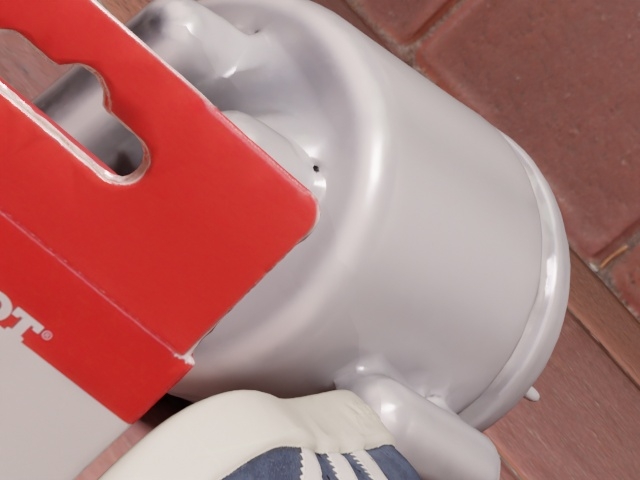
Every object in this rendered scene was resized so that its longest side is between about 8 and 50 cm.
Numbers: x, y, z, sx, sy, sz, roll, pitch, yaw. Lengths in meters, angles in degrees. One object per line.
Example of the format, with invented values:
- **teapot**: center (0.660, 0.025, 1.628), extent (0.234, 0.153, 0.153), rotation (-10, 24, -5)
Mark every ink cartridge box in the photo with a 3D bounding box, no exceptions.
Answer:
- **ink cartridge box**: center (-0.125, 0.018, 0.474), extent (0.134, 0.231, 0.078), rotation (41, 14, -21)

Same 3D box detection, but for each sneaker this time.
- **sneaker**: center (-0.013, 0.143, 0.684), extent (0.148, 0.131, 0.350), rotation (53, 17, 11)

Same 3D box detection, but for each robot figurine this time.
- **robot figurine**: center (0.000, 0.000, 0.981), extent (0.353, 0.200, 0.300), rotation (28, 34, -53)
